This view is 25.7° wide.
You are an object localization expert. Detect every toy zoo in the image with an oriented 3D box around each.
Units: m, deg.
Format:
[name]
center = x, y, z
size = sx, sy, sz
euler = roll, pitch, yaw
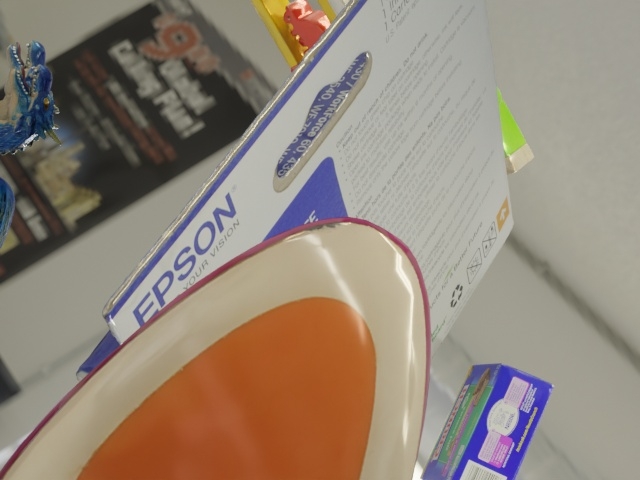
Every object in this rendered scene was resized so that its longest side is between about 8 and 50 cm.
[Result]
[toy zoo]
center = 0.040, -0.167, 1.179
size = 0.192, 0.030, 0.293
euler = -19, -76, 54

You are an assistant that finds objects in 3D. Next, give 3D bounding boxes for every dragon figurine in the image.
[dragon figurine]
center = -0.277, -0.013, 1.028
size = 0.085, 0.144, 0.289
euler = -119, -137, -80

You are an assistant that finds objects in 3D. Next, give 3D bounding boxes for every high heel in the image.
[high heel]
center = -0.078, 0.152, 0.526
size = 0.127, 0.377, 0.181
euler = 35, 4, 1

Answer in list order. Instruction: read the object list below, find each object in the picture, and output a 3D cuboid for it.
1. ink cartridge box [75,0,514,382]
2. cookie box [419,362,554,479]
[ink cartridge box]
center = 0.000, 0.000, 0.743
size = 0.072, 0.303, 0.307
euler = 21, -29, 29
[cookie box]
center = 0.109, 0.130, 0.933
size = 0.040, 0.092, 0.107
euler = 25, -7, -2
